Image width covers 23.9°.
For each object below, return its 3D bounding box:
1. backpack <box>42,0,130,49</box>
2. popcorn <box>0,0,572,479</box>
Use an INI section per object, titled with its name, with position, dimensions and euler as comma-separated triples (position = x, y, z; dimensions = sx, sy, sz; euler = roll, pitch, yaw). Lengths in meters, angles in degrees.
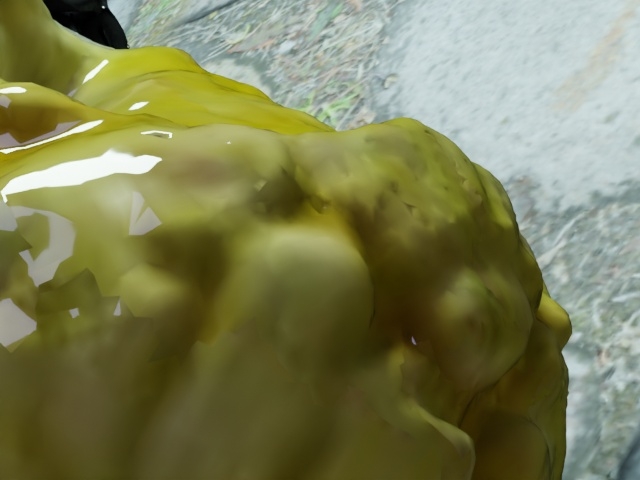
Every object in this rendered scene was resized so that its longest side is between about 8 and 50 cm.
[backpack]
position = -0.316, -0.116, 1.154
dimensions = 0.363, 0.255, 0.446
euler = -27, 28, 5
[popcorn]
position = -0.109, 0.085, 0.575
dimensions = 0.390, 0.344, 0.354
euler = 24, 72, 22
